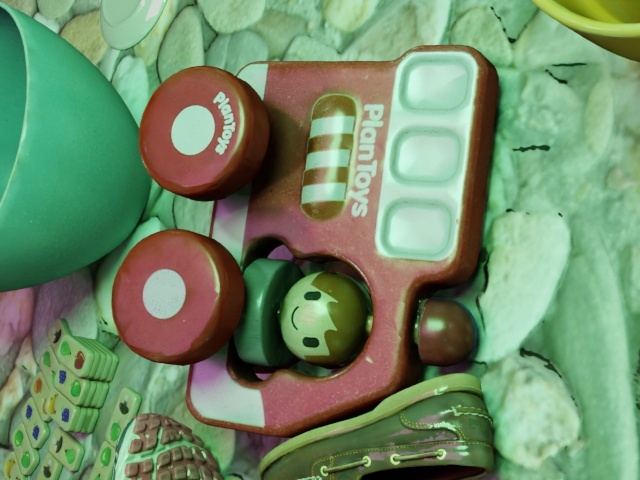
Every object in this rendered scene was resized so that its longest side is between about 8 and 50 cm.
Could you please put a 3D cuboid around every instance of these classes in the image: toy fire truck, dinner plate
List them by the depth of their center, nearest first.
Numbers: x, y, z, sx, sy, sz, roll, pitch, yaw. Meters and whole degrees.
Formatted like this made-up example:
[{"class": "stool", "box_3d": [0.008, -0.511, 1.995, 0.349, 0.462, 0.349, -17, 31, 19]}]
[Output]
[{"class": "toy fire truck", "box_3d": [0.000, 0.000, 0.783, 0.254, 0.169, 0.302, 3, 81, 27]}, {"class": "dinner plate", "box_3d": [-0.217, -0.288, 1.175, 0.141, 0.017, 0.141, -17, 65, 42]}]

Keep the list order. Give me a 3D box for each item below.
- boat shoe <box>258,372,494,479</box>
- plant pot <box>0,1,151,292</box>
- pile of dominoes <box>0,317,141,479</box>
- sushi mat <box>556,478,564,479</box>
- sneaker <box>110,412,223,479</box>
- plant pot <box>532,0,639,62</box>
[{"class": "boat shoe", "box_3d": [0.034, 0.165, 0.744, 0.207, 0.073, 0.073, -32, 52, 34]}, {"class": "plant pot", "box_3d": [-0.292, -0.073, 1.057, 0.290, 0.195, 0.290, -16, 67, 41]}, {"class": "pile of dominoes", "box_3d": [-0.286, 0.221, 1.076, 0.196, 0.040, 0.251, 25, 96, 46]}, {"class": "sushi mat", "box_3d": [0.013, 0.245, 0.676, 0.316, 0.019, 0.151, -21, 21, 26]}, {"class": "sneaker", "box_3d": [-0.150, 0.293, 0.854, 0.112, 0.121, 0.299, -16, 67, 36]}, {"class": "plant pot", "box_3d": [0.235, -0.177, 0.562, 0.205, 0.188, 0.205, -16, 67, 41]}]
